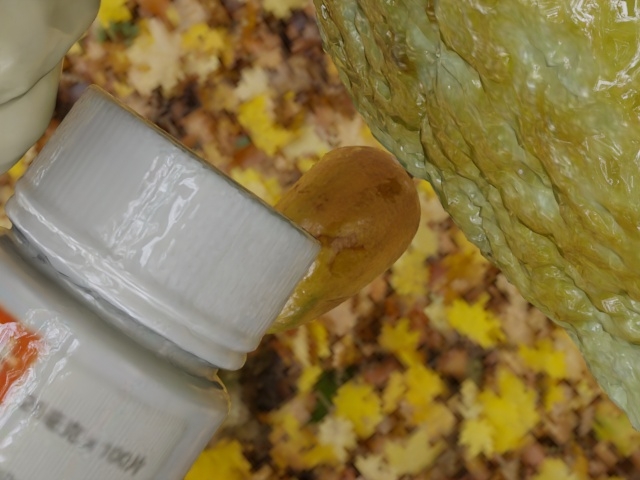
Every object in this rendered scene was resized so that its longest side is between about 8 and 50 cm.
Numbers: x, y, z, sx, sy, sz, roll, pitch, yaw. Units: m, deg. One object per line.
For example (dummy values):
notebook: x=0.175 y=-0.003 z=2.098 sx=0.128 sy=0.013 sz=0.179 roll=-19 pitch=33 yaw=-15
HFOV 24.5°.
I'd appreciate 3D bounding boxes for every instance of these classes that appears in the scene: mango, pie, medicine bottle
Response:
mango: x=0.005 y=-0.004 z=0.992 sx=0.115 sy=0.165 sz=0.089 roll=-36 pitch=94 yaw=40
pie: x=0.115 y=-0.100 z=0.579 sx=0.418 sy=0.180 sz=0.395 roll=55 pitch=170 yaw=42
medicine bottle: x=-0.118 y=0.068 z=0.643 sx=0.144 sy=0.252 sz=0.144 roll=38 pitch=180 yaw=0

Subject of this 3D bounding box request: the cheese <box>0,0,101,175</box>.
cheese: x=-0.213 y=-0.152 z=0.555 sx=0.318 sy=0.115 sz=0.327 roll=1 pitch=100 yaw=40
